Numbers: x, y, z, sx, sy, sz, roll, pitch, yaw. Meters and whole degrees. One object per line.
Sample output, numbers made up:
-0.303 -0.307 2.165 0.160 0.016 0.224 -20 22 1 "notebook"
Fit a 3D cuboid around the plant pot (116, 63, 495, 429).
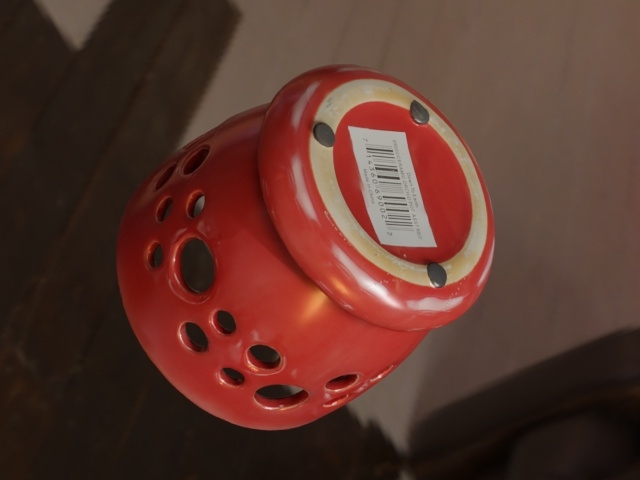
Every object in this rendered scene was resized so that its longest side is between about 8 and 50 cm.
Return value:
0.000 0.000 1.121 0.191 0.174 0.191 21 54 -33 "plant pot"
